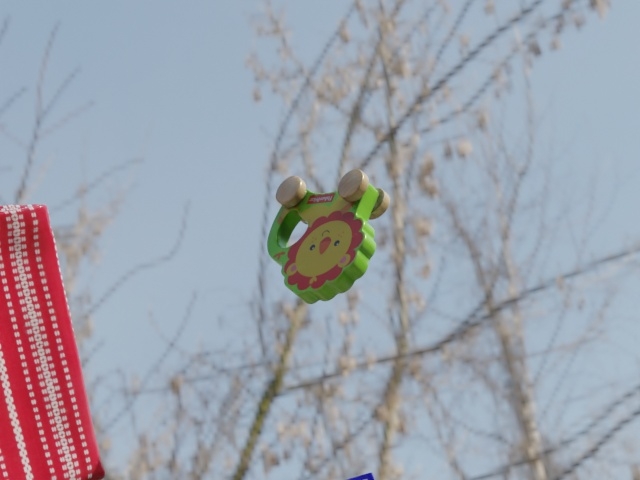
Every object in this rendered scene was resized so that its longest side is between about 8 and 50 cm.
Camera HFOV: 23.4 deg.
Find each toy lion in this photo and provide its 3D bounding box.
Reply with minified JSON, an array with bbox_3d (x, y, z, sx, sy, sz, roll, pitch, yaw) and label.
[{"bbox_3d":[0.000,0.000,1.071,0.100,0.096,0.034,-3,-34,45],"label":"toy lion"}]

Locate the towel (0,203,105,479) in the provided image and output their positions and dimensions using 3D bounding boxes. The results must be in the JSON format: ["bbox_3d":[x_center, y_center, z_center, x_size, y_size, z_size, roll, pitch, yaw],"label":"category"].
[{"bbox_3d":[-0.265,0.079,0.951,0.274,0.199,0.031,-7,-8,-42],"label":"towel"}]

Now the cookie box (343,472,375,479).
[{"bbox_3d":[0.026,0.227,1.081,0.040,0.092,0.107,-12,-29,-15],"label":"cookie box"}]
